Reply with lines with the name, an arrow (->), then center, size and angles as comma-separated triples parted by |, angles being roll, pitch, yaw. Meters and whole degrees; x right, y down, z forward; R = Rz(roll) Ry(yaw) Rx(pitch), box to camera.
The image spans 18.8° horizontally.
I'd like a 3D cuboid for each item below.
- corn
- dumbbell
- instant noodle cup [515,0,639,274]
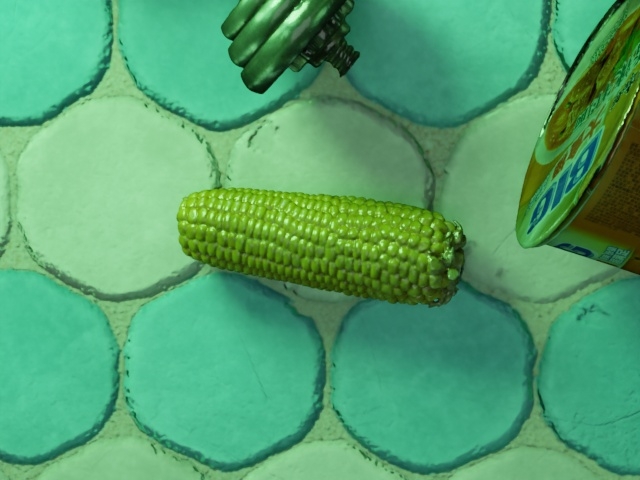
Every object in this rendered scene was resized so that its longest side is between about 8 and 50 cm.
corn -> 0.000, 0.000, 2.029 | 0.305, 0.106, 0.106 | 9, 106, 9
dumbbell -> -0.121, -0.307, 1.916 | 0.406, 0.179, 0.179 | 41, 106, -6
instant noodle cup -> 0.348, -0.080, 1.881 | 0.214, 0.296, 0.296 | 25, 107, -9
